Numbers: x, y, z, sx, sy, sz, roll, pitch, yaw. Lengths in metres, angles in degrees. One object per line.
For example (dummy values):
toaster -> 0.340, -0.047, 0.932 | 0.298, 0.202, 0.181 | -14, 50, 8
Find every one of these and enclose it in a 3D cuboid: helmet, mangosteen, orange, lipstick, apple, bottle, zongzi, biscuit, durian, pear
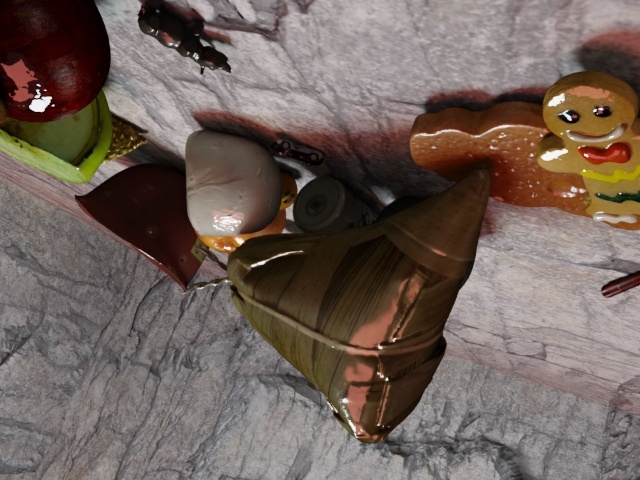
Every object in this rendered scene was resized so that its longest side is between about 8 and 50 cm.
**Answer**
helmet -> -0.388, -0.066, 1.483 | 0.337, 0.230, 0.385 | 36, 166, 12
mangosteen -> -0.392, -0.234, 0.756 | 0.215, 0.257, 0.215 | 37, 154, 22
orange -> -0.086, -0.101, 1.212 | 0.083, 0.084, 0.083 | 20, 167, 5
lipstick -> 0.533, 0.072, 1.056 | 0.027, 0.027, 0.176 | 20, 166, 5
apple -> -0.185, -0.055, 1.367 | 0.209, 0.164, 0.209 | 18, 165, 5
bottle -> 0.060, -0.023, 1.216 | 0.120, 0.120, 0.253 | 10, 165, 39
zongzi -> 0.016, -0.005, 0.986 | 0.218, 0.467, 0.500 | -14, -141, -44
biscuit -> 0.270, -0.095, 0.733 | 0.333, 0.047, 0.202 | 14, 160, 20
durian -> -0.493, -0.224, 1.318 | 0.252, 0.145, 0.139 | 5, -178, 36
pear -> -0.503, -0.229, 1.127 | 0.286, 0.176, 0.282 | 27, 165, -8
biscuit -> 0.300, -0.081, 0.618 | 0.240, 0.035, 0.158 | 35, 154, -34

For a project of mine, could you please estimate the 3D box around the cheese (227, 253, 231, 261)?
cheese -> -0.247, 0.025, 2.020 | 0.093, 0.126, 0.171 | 27, -174, -19

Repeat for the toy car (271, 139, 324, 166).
toy car -> -0.039, -0.151, 1.045 | 0.093, 0.025, 0.041 | 21, 166, -14

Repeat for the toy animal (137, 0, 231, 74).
toy animal -> -0.171, -0.256, 0.788 | 0.135, 0.047, 0.065 | 26, 172, -26

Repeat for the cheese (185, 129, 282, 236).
cheese -> -0.161, -0.100, 1.110 | 0.189, 0.198, 0.154 | 3, -168, 19

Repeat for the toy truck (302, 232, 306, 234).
toy truck -> -0.010, 0.064, 1.591 | 0.278, 0.156, 0.155 | 19, 167, 13

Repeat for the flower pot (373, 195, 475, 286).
flower pot -> 0.182, 0.020, 1.107 | 0.189, 0.157, 0.243 | 17, 160, 25
